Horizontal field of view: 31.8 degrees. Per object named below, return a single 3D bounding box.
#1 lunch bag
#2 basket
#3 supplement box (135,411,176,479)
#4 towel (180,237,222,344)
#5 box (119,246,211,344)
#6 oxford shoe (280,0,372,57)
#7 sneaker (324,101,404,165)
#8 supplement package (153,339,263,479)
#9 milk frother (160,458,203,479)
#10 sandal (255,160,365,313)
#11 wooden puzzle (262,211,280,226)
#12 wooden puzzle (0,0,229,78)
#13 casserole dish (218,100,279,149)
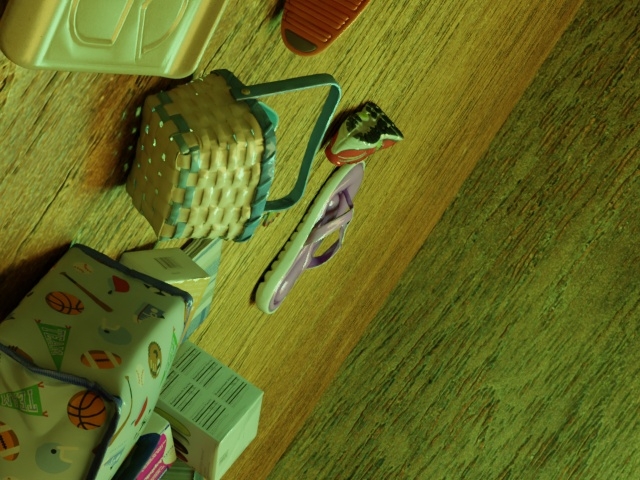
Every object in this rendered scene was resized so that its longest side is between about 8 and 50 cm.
[{"bbox_3d":[-0.352,0.257,1.540,0.328,0.239,0.385,-61,177,-67],"label":"lunch bag"},{"bbox_3d":[-0.121,-0.128,1.627,0.289,0.201,0.255,-7,136,-31],"label":"basket"},{"bbox_3d":[-0.362,0.404,2.192,0.111,0.114,0.220,-52,166,-24],"label":"supplement box"},{"bbox_3d":[-0.260,0.111,2.068,0.209,0.034,0.285,-46,162,-38],"label":"towel"},{"bbox_3d":[-0.279,0.108,1.833,0.130,0.091,0.170,-7,129,-54],"label":"box"},{"bbox_3d":[0.061,-0.447,1.782,0.364,0.130,0.133,-57,173,5],"label":"oxford shoe"},{"bbox_3d":[0.086,-0.222,2.437,0.118,0.107,0.279,-44,170,27],"label":"sneaker"},{"bbox_3d":[-0.245,0.346,2.271,0.149,0.203,0.194,-47,162,-34],"label":"supplement package"},{"bbox_3d":[-0.332,0.488,2.415,0.143,0.134,0.129,42,50,-78],"label":"milk frother"},{"bbox_3d":[0.002,0.003,2.562,0.416,0.102,0.169,-56,166,-7],"label":"sandal"},{"bbox_3d":[-0.097,-0.056,2.307,0.083,0.006,0.049,-36,154,-55],"label":"wooden puzzle"},{"bbox_3d":[-0.198,-0.342,1.259,0.322,0.080,0.348,-62,160,16],"label":"wooden puzzle"},{"bbox_3d":[-0.127,-0.183,1.885,0.114,0.037,0.188,-58,165,3],"label":"casserole dish"}]
